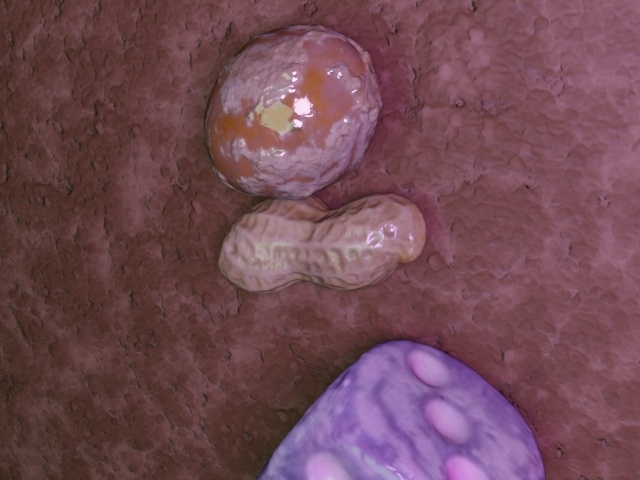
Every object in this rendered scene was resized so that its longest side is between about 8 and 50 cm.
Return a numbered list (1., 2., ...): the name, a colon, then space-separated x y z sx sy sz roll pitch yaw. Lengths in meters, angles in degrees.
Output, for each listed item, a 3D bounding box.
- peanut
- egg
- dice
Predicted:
1. peanut: 0.000 0.000 1.175 0.298 0.120 0.136 -3 86 29
2. egg: -0.038 -0.151 1.092 0.245 0.203 0.203 -34 88 33
3. dice: 0.095 0.308 1.131 0.271 0.270 0.270 40 123 14
